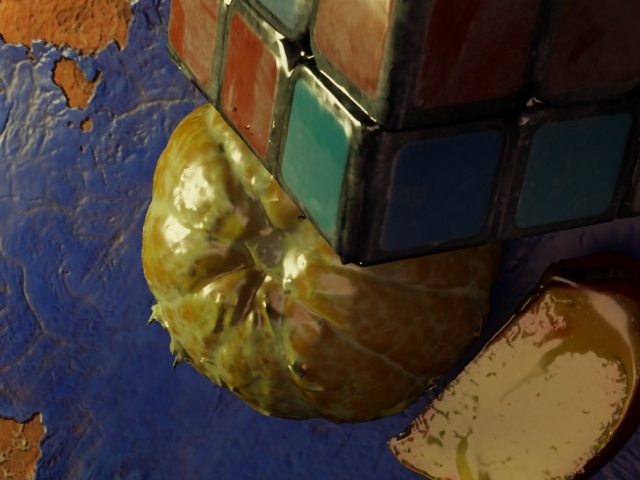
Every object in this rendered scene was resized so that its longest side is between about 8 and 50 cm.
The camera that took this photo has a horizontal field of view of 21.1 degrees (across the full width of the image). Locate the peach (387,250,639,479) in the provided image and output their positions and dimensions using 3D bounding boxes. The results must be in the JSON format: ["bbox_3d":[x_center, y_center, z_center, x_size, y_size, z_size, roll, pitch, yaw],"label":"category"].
[{"bbox_3d":[0.207,0.127,1.513,0.159,0.154,0.267,40,99,6],"label":"peach"}]

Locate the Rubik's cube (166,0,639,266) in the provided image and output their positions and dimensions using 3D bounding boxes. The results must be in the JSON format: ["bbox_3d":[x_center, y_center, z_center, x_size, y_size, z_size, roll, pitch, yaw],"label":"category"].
[{"bbox_3d":[0.110,-0.231,1.270,0.362,0.363,0.359,51,138,45],"label":"Rubik's cube"}]

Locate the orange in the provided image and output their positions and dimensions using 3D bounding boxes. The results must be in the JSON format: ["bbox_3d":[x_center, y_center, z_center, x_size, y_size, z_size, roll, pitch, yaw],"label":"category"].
[{"bbox_3d":[0.000,0.000,1.509,0.329,0.249,0.329,3,100,19],"label":"orange"}]
